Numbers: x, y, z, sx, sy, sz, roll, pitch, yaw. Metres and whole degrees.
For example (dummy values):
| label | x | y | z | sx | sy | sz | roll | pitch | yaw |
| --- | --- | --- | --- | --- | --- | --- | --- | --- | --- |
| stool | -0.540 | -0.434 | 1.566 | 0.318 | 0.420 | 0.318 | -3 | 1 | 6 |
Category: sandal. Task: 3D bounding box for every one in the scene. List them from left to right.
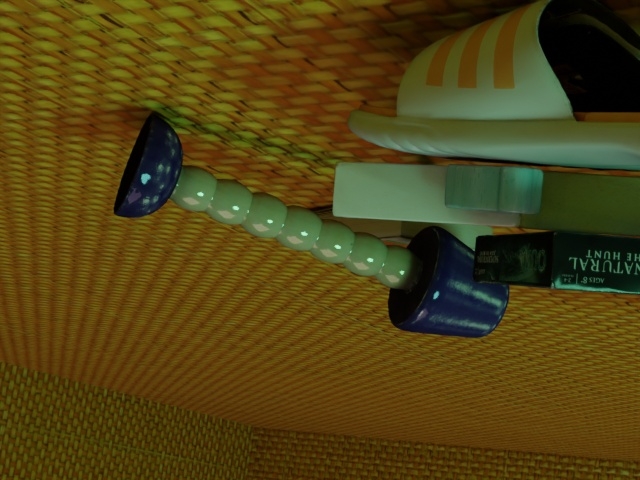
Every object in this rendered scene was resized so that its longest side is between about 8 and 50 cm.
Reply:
| label | x | y | z | sx | sy | sz | roll | pitch | yaw |
| --- | --- | --- | --- | --- | --- | --- | --- | --- | --- |
| sandal | 0.128 | -0.070 | 0.536 | 0.265 | 0.076 | 0.102 | 7 | -176 | 45 |

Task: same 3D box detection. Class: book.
| label | x | y | z | sx | sy | sz | roll | pitch | yaw |
| --- | --- | --- | --- | --- | --- | --- | --- | --- | --- |
| book | 0.051 | -0.003 | 0.960 | 0.096 | 0.035 | 0.144 | 15 | 166 | -37 |

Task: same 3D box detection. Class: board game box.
| label | x | y | z | sx | sy | sz | roll | pitch | yaw |
| --- | --- | --- | --- | --- | --- | --- | --- | --- | --- |
| board game box | 0.178 | 0.016 | 0.580 | 0.186 | 0.026 | 0.126 | 5 | 178 | -8 |

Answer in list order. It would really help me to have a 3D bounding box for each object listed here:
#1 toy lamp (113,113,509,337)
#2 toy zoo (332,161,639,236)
| label | x | y | z | sx | sy | sz | roll | pitch | yaw |
| --- | --- | --- | --- | --- | --- | --- | --- | --- | --- |
| toy lamp | 0.000 | 0.000 | 0.823 | 0.274 | 0.080 | 0.080 | 21 | 164 | -15 |
| toy zoo | 0.123 | -0.021 | 0.675 | 0.192 | 0.030 | 0.293 | 4 | -178 | 14 |
